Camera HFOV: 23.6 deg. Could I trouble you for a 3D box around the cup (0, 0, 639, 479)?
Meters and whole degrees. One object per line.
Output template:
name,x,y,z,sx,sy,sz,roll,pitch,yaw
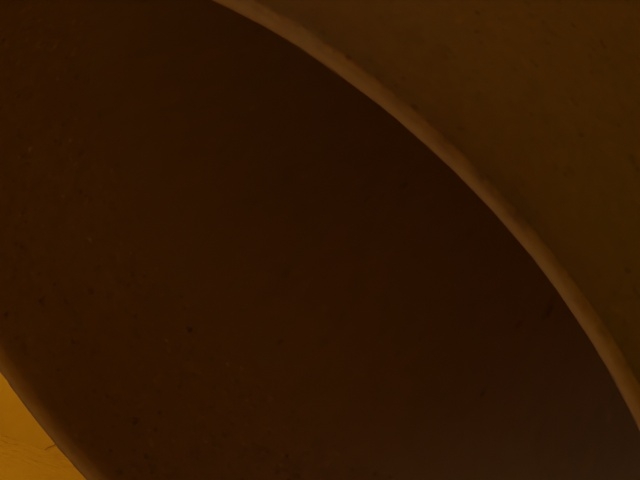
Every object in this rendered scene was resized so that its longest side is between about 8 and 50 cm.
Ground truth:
cup,0.045,-0.018,0.572,0.237,0.331,0.331,-43,-7,-33
